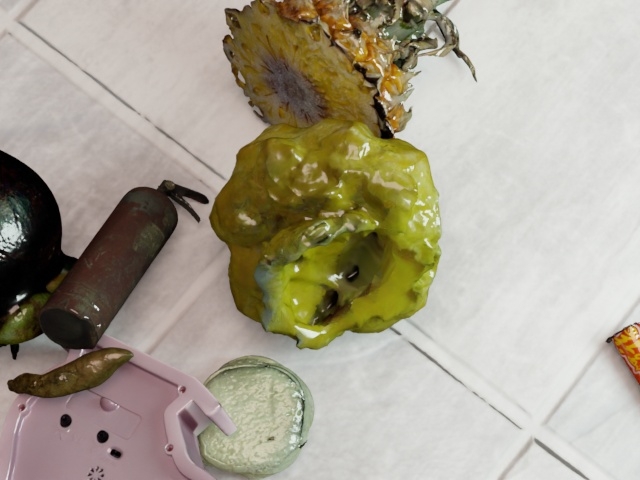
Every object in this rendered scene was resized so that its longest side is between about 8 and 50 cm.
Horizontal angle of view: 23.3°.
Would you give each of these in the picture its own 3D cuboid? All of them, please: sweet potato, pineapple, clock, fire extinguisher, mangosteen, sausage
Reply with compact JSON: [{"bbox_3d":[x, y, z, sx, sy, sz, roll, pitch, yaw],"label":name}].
[{"bbox_3d":[-0.269,0.146,1.654,0.153,0.041,0.038,-15,107,14],"label":"sweet potato"},{"bbox_3d":[0.066,-0.249,1.818,0.262,0.262,0.272,39,62,11],"label":"pineapple"},{"bbox_3d":[-0.212,0.257,1.645,0.290,0.080,0.275,19,70,25],"label":"clock"},{"bbox_3d":[-0.213,0.016,1.737,0.089,0.072,0.267,35,47,-6],"label":"fire extinguisher"},{"bbox_3d":[-0.381,0.016,1.704,0.243,0.243,0.242,1,71,-2],"label":"mangosteen"},{"bbox_3d":[0.382,0.162,1.761,0.050,0.048,0.145,-29,77,-6],"label":"sausage"}]

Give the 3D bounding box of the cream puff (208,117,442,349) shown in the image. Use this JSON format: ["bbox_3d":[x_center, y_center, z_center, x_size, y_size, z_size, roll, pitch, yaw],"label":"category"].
[{"bbox_3d":[0.002,0.000,1.681,0.282,0.185,0.281,7,112,17],"label":"cream puff"}]

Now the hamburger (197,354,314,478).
[{"bbox_3d":[-0.074,0.195,1.724,0.133,0.062,0.140,18,74,5],"label":"hamburger"}]
